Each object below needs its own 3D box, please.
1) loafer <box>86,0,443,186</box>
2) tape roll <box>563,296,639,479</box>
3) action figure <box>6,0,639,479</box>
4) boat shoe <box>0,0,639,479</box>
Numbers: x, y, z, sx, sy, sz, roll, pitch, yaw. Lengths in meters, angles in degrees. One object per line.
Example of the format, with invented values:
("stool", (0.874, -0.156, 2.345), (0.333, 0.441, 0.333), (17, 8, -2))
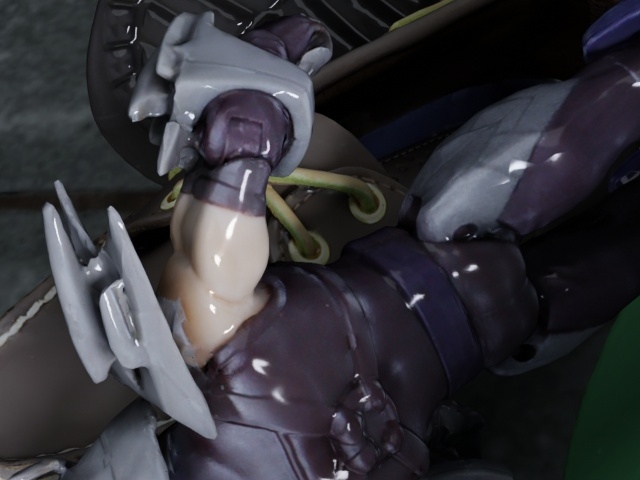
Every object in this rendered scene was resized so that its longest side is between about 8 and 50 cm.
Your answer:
("loafer", (0.052, -0.151, 0.795), (0.134, 0.130, 0.366), (40, 77, 10))
("tape roll", (0.207, 0.021, 0.497), (0.321, 0.077, 0.321), (-39, 21, 18))
("action figure", (0.041, 0.007, 0.504), (0.285, 0.185, 0.099), (-32, 38, -12))
("boat shoe", (0.000, 0.000, 0.605), (0.117, 0.096, 0.324), (30, 41, 31))
